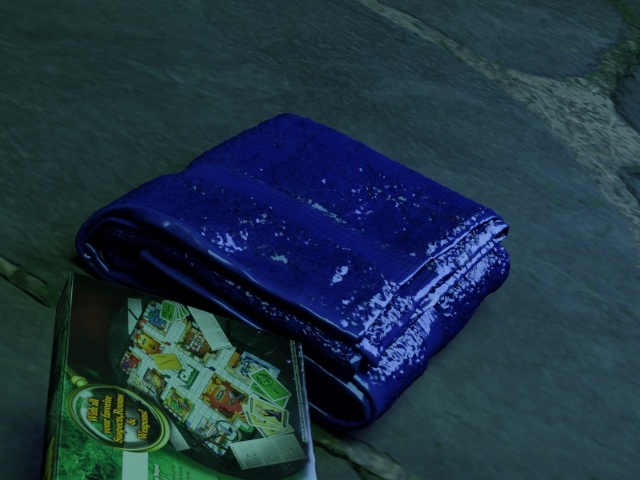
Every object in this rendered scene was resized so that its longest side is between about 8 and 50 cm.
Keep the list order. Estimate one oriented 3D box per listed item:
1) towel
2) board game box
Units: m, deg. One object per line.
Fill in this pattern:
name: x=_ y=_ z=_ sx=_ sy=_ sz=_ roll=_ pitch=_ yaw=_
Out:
towel: x=0.000 y=0.000 z=1.265 sx=0.227 sy=0.076 sz=0.308 roll=33 pitch=25 yaw=11
board game box: x=-0.066 y=0.105 z=0.885 sx=0.136 sy=0.030 sz=0.260 roll=21 pitch=24 yaw=-14
